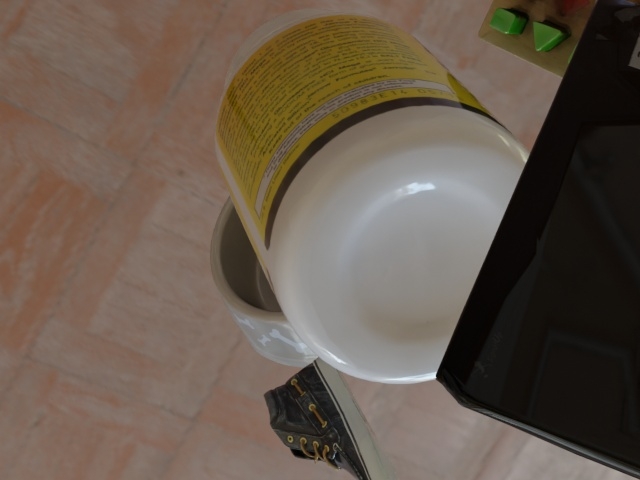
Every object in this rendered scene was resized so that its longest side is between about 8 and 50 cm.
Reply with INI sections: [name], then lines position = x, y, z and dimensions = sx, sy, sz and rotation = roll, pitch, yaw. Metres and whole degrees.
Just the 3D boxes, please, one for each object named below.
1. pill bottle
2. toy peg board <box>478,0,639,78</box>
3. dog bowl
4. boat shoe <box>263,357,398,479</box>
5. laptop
[pill bottle]
position = 0.028, -0.055, 1.022
dimensions = 0.188, 0.334, 0.188
rotation = -6, 116, -12
[toy peg board]
position = 0.237, -0.217, 1.243
dimensions = 0.160, 0.161, 0.079
rotation = -66, 168, 15
[dog bowl]
position = 0.000, 0.000, 1.978
dimensions = 0.349, 0.349, 0.102
rotation = -48, 138, -7
[boat shoe]
position = 0.010, 0.197, 1.372
dimensions = 0.083, 0.183, 0.065
rotation = -32, 135, 2
[laptop]
position = 0.178, 0.067, 0.495
dimensions = 0.264, 0.137, 0.234
rotation = 63, 36, -27
